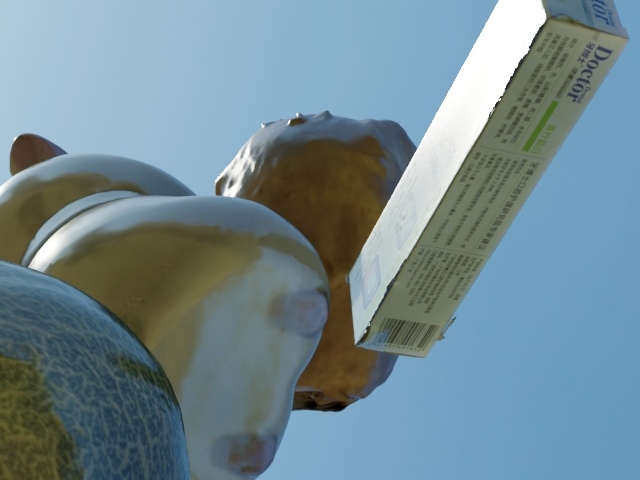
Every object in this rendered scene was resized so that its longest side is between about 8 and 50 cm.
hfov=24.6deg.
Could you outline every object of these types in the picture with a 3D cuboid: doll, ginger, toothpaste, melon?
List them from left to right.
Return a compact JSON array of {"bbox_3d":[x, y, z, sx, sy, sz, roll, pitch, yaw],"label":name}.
[{"bbox_3d":[-0.224,0.127,0.713,0.248,0.329,0.249,174,-90,-67],"label":"melon"},{"bbox_3d":[-0.137,0.051,1.075,0.370,0.226,0.215,-145,-117,-66],"label":"doll"},{"bbox_3d":[0.003,0.000,1.367,0.200,0.269,0.223,-12,-59,29],"label":"ginger"},{"bbox_3d":[0.107,-0.048,1.038,0.081,0.067,0.336,-96,-156,-42],"label":"toothpaste"}]
